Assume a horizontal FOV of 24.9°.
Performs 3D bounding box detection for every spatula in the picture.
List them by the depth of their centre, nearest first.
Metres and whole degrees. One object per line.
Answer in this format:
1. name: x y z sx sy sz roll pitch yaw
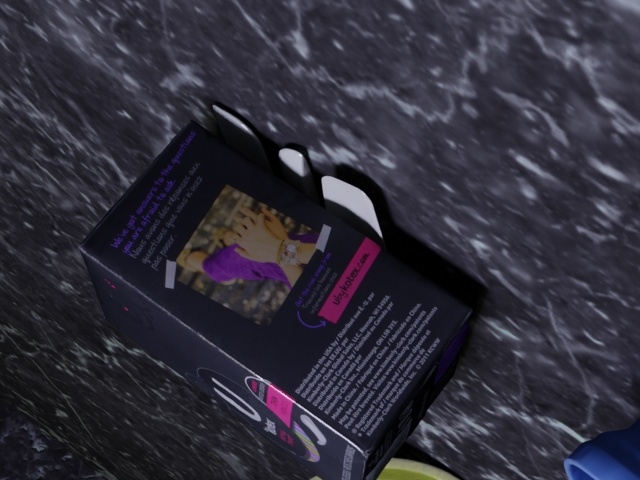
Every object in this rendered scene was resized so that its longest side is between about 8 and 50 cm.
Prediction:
1. spatula: 0.000 0.000 1.183 0.168 0.019 0.242 27 155 28

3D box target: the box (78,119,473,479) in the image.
1. box: -0.036 0.059 1.139 0.270 0.143 0.165 35 161 13

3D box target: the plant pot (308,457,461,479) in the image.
1. plant pot: 0.064 0.376 1.525 0.276 0.276 0.254 37 170 8

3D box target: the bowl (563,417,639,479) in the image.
1. bowl: 0.320 0.268 0.951 0.391 0.077 0.391 49 176 5
